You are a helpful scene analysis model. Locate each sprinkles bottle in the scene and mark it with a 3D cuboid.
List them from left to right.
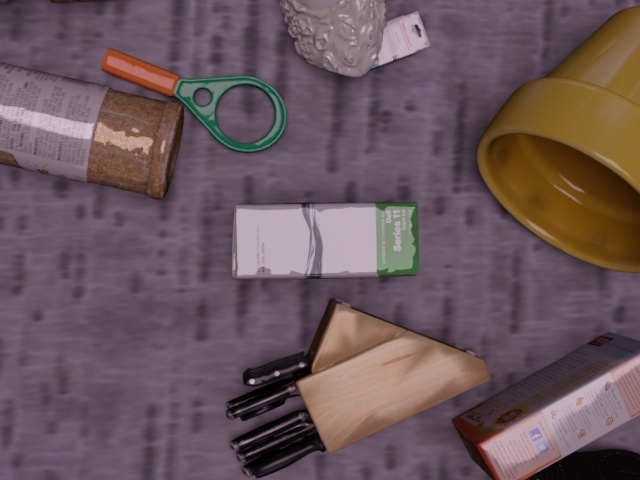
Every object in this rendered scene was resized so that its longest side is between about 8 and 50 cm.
[{"bbox_3d":[-0.341,-0.140,1.282,0.356,0.121,0.121,12,90,-4],"label":"sprinkles bottle"}]

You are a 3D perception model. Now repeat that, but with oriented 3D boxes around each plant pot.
[{"bbox_3d":[0.347,-0.130,1.286,0.254,0.254,0.239,38,73,-4],"label":"plant pot"}]

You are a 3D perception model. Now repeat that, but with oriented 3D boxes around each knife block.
[{"bbox_3d":[0.033,0.203,1.333,0.276,0.088,0.242,21,90,-5],"label":"knife block"}]

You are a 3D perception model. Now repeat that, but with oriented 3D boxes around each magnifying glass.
[{"bbox_3d":[-0.151,-0.176,1.347,0.231,0.026,0.092,21,89,-6],"label":"magnifying glass"}]

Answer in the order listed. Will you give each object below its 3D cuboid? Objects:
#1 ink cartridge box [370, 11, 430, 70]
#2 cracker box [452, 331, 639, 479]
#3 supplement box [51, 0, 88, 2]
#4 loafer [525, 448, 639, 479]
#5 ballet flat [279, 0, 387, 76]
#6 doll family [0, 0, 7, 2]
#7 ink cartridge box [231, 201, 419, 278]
[{"bbox_3d":[0.086,-0.242,1.360,0.083,0.028,0.048,-20,92,-3],"label":"ink cartridge box"},{"bbox_3d":[0.283,0.196,1.317,0.232,0.156,0.067,-29,93,-3],"label":"cracker box"},{"bbox_3d":[-0.273,-0.304,1.315,0.098,0.062,0.036,-4,93,-4],"label":"supplement box"},{"bbox_3d":[0.331,0.305,1.372,0.220,0.080,0.078,11,134,-11],"label":"loafer"},{"bbox_3d":[-0.010,-0.395,1.295,0.147,0.147,0.408,-4,88,-4],"label":"ballet flat"},{"bbox_3d":[-0.351,-0.368,1.257,0.118,0.163,0.262,17,89,-4],"label":"doll family"},{"bbox_3d":[0.000,0.000,1.295,0.209,0.153,0.086,-1,90,-5],"label":"ink cartridge box"}]
